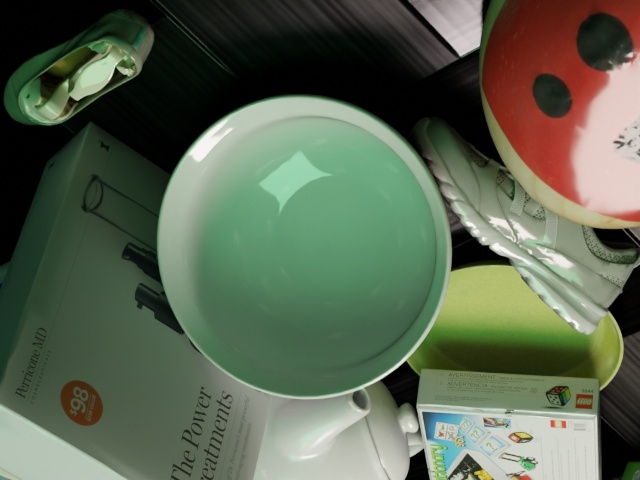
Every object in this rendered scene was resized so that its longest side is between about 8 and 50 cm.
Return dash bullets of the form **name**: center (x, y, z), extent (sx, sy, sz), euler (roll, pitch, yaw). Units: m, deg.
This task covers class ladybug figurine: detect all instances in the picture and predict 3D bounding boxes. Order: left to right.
- **ladybug figurine**: center (0.300, -0.162, 1.695), extent (0.305, 0.162, 0.449), euler (20, 137, -7)

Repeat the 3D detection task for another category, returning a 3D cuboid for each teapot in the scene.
- **teapot**: center (0.018, 0.220, 2.137), extent (0.187, 0.256, 0.252), euler (-18, 117, 8)

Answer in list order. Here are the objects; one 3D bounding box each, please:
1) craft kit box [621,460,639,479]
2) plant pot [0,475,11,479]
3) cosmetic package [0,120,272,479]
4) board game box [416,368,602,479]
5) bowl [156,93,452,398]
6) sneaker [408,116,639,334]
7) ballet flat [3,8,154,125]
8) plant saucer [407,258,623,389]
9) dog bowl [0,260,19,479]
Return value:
- **craft kit box**: center (0.482, 0.308, 2.141), extent (0.247, 0.061, 0.250), euler (25, 169, -9)
- **plant pot**: center (-0.503, 0.326, 2.389), extent (0.290, 0.195, 0.290), euler (7, 138, 6)
- **cosmetic package**: center (-0.181, 0.102, 1.934), extent (0.284, 0.377, 0.097), euler (32, 133, -21)
- **board game box**: center (0.217, 0.243, 2.189), extent (0.193, 0.053, 0.305), euler (3, 147, 10)
- **bowl**: center (0.000, 0.000, 1.921), extent (0.298, 0.134, 0.297), euler (2, 97, 18)
- **sneaker**: center (0.201, -0.036, 1.926), extent (0.281, 0.105, 0.115), euler (42, 94, -20)
- **ballet flat**: center (-0.247, -0.155, 1.906), extent (0.072, 0.068, 0.213), euler (39, 132, -25)
- **plant saucer**: center (0.203, 0.096, 2.086), extent (0.241, 0.037, 0.241), euler (7, 138, 6)
- **dog bowl**: center (-0.274, 0.139, 2.119), extent (0.265, 0.104, 0.265), euler (-12, 131, -14)
